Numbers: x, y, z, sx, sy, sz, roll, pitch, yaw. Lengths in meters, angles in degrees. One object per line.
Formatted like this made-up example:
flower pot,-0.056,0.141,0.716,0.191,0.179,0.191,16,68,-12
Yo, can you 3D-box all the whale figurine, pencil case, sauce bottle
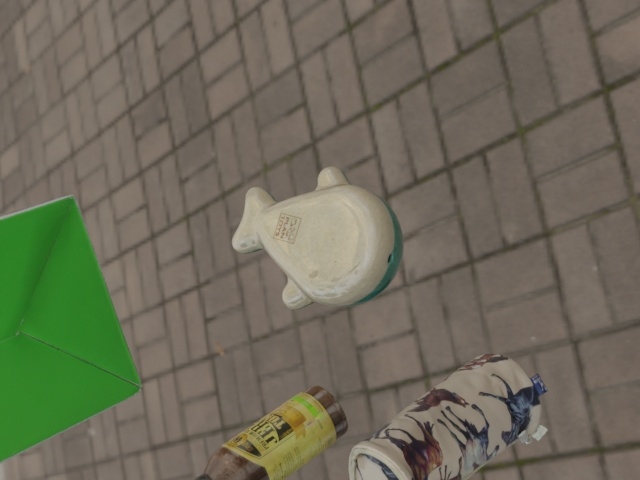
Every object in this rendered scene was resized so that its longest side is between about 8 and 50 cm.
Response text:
whale figurine,0.000,0.000,1.558,0.272,0.141,0.216,13,86,35
pencil case,0.221,0.344,1.811,0.183,0.410,0.160,39,133,25
sauce bottle,-0.108,0.373,1.793,0.111,0.344,0.111,34,140,34

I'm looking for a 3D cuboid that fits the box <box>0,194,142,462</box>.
box,-0.279,0.077,0.583,0.231,0.262,0.127,-10,100,48
